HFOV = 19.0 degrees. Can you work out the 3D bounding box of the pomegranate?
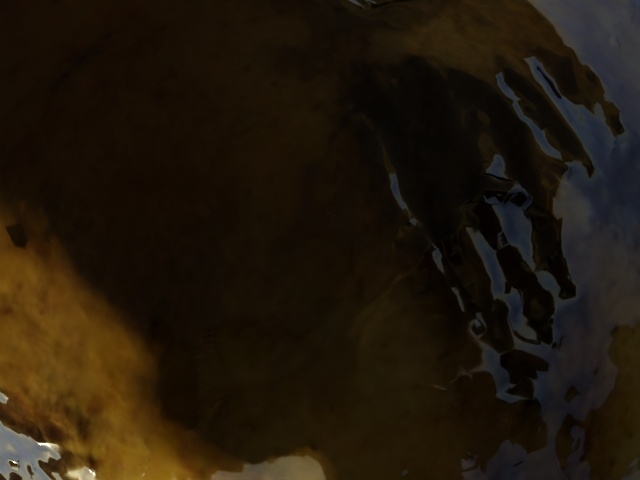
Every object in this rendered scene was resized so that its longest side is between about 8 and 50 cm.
[{"bbox_3d":[0.000,0.000,0.710,0.322,0.322,0.322,-30,-140,29],"label":"pomegranate"}]
